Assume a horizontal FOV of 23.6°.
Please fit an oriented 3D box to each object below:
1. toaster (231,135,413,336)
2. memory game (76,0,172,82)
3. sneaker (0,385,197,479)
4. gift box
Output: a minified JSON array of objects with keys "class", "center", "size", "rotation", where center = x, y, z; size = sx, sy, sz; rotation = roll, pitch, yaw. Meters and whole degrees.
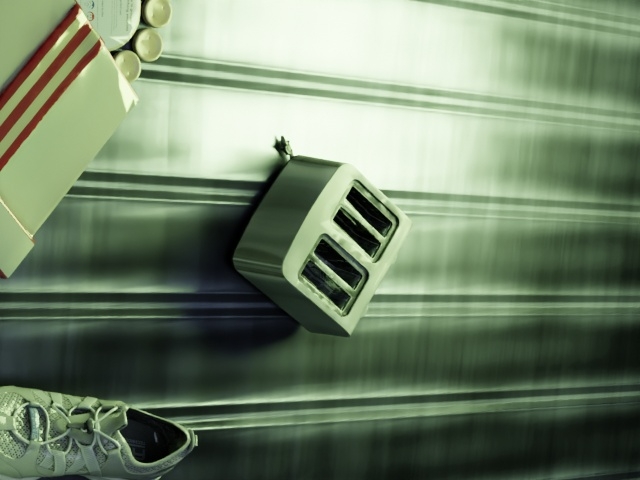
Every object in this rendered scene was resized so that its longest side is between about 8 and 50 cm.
[{"class":"toaster","center":[0.000,0.000,1.805],"size":[0.186,0.110,0.168],"rotation":[42,69,-34]},{"class":"memory game","center":[-0.238,-0.253,1.643],"size":[0.186,0.012,0.186],"rotation":[-5,99,-38]},{"class":"sneaker","center":[-0.255,0.195,1.609],"size":[0.281,0.115,0.105],"rotation":[13,59,-45]},{"class":"gift box","center":[-0.367,-0.126,1.414],"size":[0.258,0.276,0.255],"rotation":[-56,138,-23]}]
